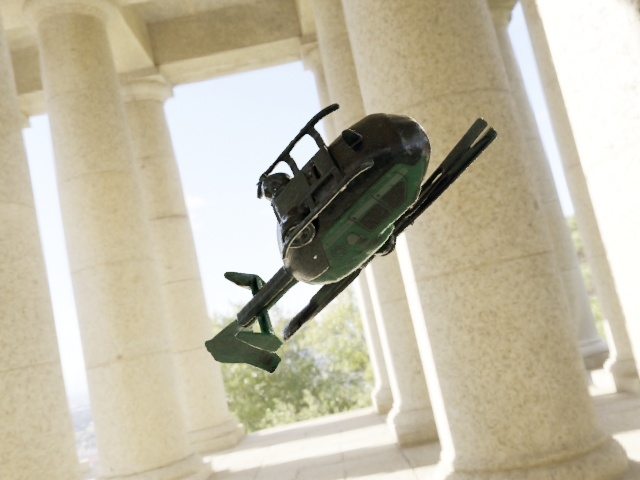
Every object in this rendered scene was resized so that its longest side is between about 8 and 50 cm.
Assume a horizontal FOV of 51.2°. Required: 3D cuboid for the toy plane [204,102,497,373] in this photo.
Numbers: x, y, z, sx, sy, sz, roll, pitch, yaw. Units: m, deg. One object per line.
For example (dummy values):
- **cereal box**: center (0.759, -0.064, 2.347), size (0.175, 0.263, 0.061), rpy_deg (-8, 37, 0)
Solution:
- **toy plane**: center (0.000, 0.000, 0.411), size (0.096, 0.060, 0.235), rpy_deg (25, -62, -41)
